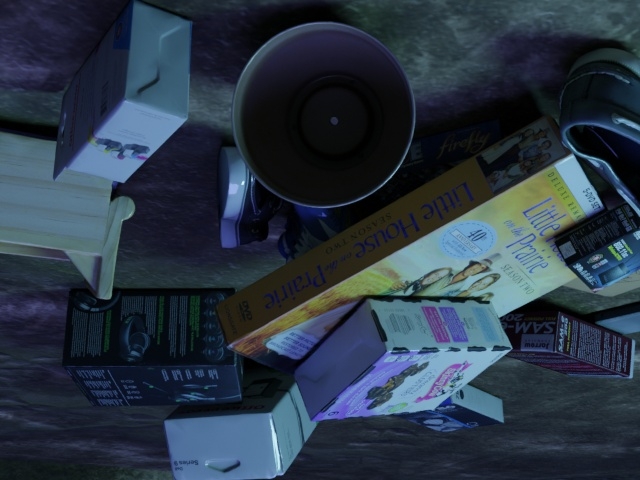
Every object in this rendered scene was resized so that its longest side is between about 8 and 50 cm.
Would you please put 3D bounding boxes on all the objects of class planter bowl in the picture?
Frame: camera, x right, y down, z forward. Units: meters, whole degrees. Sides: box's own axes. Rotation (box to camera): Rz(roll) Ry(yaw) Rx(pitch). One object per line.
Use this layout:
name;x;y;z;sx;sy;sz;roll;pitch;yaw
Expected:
planter bowl;0.009;-0.112;0.868;0.162;0.162;0.109;-5;-177;9

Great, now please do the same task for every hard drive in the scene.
hard drive;0.545;0.128;1.583;0.135;0.022;0.094;-20;150;36

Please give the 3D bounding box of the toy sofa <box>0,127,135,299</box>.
toy sofa;-0.396;-0.048;1.026;0.363;0.177;0.150;8;180;-20

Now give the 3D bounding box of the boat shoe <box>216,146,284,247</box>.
boat shoe;-0.080;-0.046;1.093;0.076;0.080;0.228;-4;158;-8

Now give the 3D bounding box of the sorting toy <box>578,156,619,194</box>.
sorting toy;0.379;-0.075;0.964;0.193;0.038;0.208;41;149;-5

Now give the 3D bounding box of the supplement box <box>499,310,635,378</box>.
supplement box;0.419;0.180;1.609;0.239;0.073;0.130;20;163;-40

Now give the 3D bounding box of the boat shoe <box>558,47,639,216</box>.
boat shoe;0.340;-0.041;0.915;0.319;0.099;0.116;45;142;-18

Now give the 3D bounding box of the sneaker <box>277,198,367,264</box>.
sneaker;0.000;0.000;1.157;0.131;0.111;0.296;-7;155;16

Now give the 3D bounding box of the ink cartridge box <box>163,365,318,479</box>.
ink cartridge box;-0.134;0.329;1.737;0.211;0.121;0.289;-7;-172;15

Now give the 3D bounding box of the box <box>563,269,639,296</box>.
box;0.450;0.033;1.363;0.165;0.021;0.201;15;151;-33

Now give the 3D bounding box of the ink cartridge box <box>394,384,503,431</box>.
ink cartridge box;0.258;0.355;2.052;0.165;0.065;0.333;-16;152;32

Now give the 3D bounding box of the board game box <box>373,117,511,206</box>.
board game box;0.173;-0.056;1.119;0.165;0.042;0.243;-12;154;24

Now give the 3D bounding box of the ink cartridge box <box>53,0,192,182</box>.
ink cartridge box;-0.185;-0.125;0.866;0.062;0.104;0.181;14;153;-30

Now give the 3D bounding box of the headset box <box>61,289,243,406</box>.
headset box;-0.251;0.180;1.538;0.283;0.131;0.246;0;156;-1

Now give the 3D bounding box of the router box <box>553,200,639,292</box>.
router box;0.328;0.009;1.062;0.092;0.038;0.122;-32;150;18

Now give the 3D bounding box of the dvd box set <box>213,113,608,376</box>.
dvd box set;0.131;0.042;1.097;0.421;0.062;0.308;-30;150;15

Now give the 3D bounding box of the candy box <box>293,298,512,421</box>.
candy box;0.097;0.140;1.102;0.196;0.070;0.165;3;143;-36
